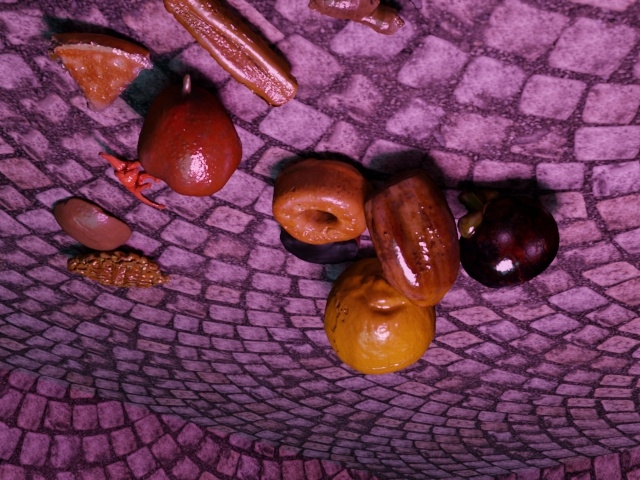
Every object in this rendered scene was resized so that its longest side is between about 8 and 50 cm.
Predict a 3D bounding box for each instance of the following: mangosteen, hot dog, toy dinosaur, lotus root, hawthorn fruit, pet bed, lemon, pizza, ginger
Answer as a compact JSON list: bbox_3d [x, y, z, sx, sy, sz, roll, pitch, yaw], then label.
[{"bbox_3d":[0.382,-0.010,1.588,0.216,0.216,0.216,6,150,4],"label":"mangosteen"},{"bbox_3d":[-0.147,-0.333,1.292,0.083,0.068,0.289,-35,129,20],"label":"hot dog"},{"bbox_3d":[-0.409,-0.133,1.716,0.101,0.055,0.279,4,152,27],"label":"toy dinosaur"},{"bbox_3d":[0.195,-0.006,1.586,0.193,0.193,0.291,-9,112,28],"label":"lotus root"},{"bbox_3d":[-0.244,-0.204,1.431,0.199,0.199,0.251,9,140,0],"label":"hawthorn fruit"},{"bbox_3d":[0.000,0.000,1.834,0.201,0.053,0.201,7,149,4],"label":"pet bed"},{"bbox_3d":[0.145,0.186,1.890,0.297,0.297,0.297,6,150,4],"label":"lemon"},{"bbox_3d":[-0.407,-0.309,1.413,0.185,0.052,0.195,9,146,-15],"label":"pizza"},{"bbox_3d":[0.064,-0.370,1.177,0.165,0.067,0.096,9,153,-27],"label":"ginger"}]

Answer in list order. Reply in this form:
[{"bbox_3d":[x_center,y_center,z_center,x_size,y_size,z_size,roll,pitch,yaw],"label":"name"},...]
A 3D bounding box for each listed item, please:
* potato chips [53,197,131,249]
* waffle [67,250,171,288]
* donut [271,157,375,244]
[{"bbox_3d":[-0.581,-0.028,1.930,0.195,0.062,0.208,13,152,-4],"label":"potato chips"},{"bbox_3d":[-0.553,0.083,2.100,0.254,0.052,0.245,-9,156,31],"label":"waffle"},{"bbox_3d":[0.004,-0.082,1.634,0.227,0.114,0.226,8,149,5],"label":"donut"}]
